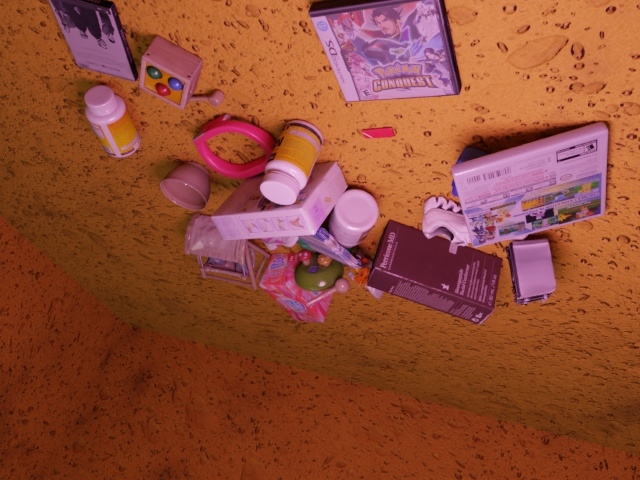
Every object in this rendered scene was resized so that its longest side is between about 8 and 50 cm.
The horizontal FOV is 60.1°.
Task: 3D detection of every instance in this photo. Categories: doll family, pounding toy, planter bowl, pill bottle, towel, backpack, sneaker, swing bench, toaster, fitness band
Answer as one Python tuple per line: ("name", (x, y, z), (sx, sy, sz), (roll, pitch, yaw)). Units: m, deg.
("doll family", (0.195, 0.113, 1.862), (0.262, 0.119, 0.163), (11, 168, -10))
("pounding toy", (-0.008, 0.098, 1.958), (0.182, 0.237, 0.110), (-18, 129, -5))
("planter bowl", (-0.430, -0.190, 1.825), (0.161, 0.109, 0.162), (16, 152, 9))
("pill bottle", (0.092, -0.055, 1.686), (0.131, 0.131, 0.229), (21, 161, 0))
("towel", (-0.008, -0.003, 1.732), (0.209, 0.034, 0.285), (23, 169, 38))
("backpack", (0.374, -0.159, 1.354), (0.097, 0.101, 0.120), (24, 150, 18))
("sneaker", (0.171, 0.131, 2.044), (0.094, 0.080, 0.212), (12, 146, 40))
("pill bottle", (-0.627, -0.357, 1.657), (0.117, 0.117, 0.215), (15, 151, 10))
("swing bench", (-0.362, 0.039, 2.122), (0.253, 0.165, 0.255), (9, 149, 21))
("sneaker", (0.424, -0.032, 1.537), (0.291, 0.118, 0.110), (11, 149, 14))
("toaster", (0.582, 0.082, 1.541), (0.110, 0.186, 0.168), (-9, 165, 16))
("pill bottle", (-0.077, -0.205, 1.463), (0.119, 0.209, 0.119), (15, 151, 9))
("pounding toy", (-0.360, -0.395, 1.441), (0.206, 0.094, 0.181), (27, 151, -10))
("sneaker", (-0.149, -0.038, 1.914), (0.111, 0.103, 0.252), (35, 148, -27))
("fitness band", (-0.253, -0.272, 1.635), (0.290, 0.054, 0.209), (-11, 141, 46))

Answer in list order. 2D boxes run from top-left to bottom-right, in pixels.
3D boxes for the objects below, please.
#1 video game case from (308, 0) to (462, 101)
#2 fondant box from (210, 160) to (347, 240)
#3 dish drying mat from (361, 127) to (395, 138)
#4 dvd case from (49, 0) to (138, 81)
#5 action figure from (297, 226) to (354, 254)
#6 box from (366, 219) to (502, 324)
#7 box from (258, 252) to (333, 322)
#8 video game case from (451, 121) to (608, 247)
("video game case", (0.140, -0.401, 1.165), (0.274, 0.035, 0.248), (4, 147, 28))
("fondant box", (-0.119, -0.112, 1.598), (0.330, 0.238, 0.096), (-4, 126, 34))
("dish drying mat", (0.148, -0.273, 1.410), (0.083, 0.008, 0.032), (3, 146, 30))
("dvd case", (-0.583, -0.526, 1.428), (0.179, 0.030, 0.239), (17, 152, 6))
("action figure", (0.000, 0.000, 1.922), (0.232, 0.064, 0.137), (6, 150, 18))
("box", (0.356, 0.098, 1.730), (0.381, 0.191, 0.143), (18, 150, 3))
("box", (-0.090, 0.193, 2.227), (0.142, 0.154, 0.300), (-2, 143, 35))
("video game case", (0.498, -0.116, 1.304), (0.328, 0.036, 0.300), (-16, 140, 15))
